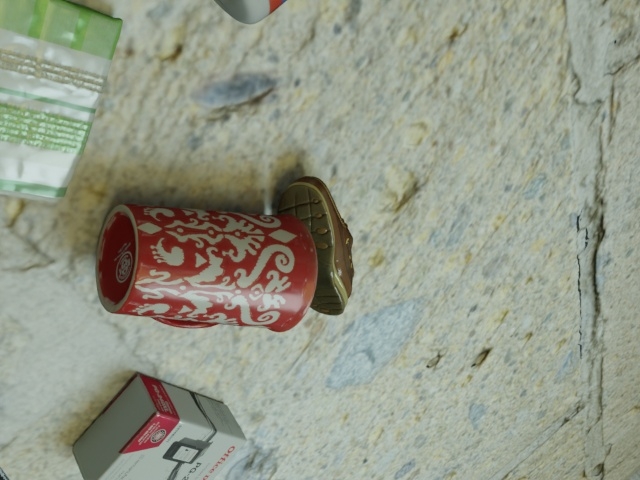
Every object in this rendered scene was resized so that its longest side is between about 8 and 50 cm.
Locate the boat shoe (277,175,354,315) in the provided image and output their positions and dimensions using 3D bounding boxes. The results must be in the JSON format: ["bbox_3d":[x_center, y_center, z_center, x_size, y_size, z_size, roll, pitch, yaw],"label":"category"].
[{"bbox_3d":[0.000,0.000,0.723,0.060,0.064,0.178,-58,148,-39],"label":"boat shoe"}]

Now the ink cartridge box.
[{"bbox_3d":[-0.169,0.221,0.749,0.109,0.063,0.150,-49,138,3],"label":"ink cartridge box"}]

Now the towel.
[{"bbox_3d":[-0.215,-0.103,0.491,0.113,0.023,0.152,8,114,-45],"label":"towel"}]

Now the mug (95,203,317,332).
[{"bbox_3d":[-0.109,0.039,0.622,0.169,0.113,0.150,7,115,-39],"label":"mug"}]

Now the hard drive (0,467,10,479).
[{"bbox_3d":[-0.404,0.206,0.445,0.339,0.064,0.237,-42,131,-34],"label":"hard drive"}]

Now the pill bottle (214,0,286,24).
[{"bbox_3d":[0.000,-0.260,0.460,0.221,0.124,0.124,-40,138,-6],"label":"pill bottle"}]
